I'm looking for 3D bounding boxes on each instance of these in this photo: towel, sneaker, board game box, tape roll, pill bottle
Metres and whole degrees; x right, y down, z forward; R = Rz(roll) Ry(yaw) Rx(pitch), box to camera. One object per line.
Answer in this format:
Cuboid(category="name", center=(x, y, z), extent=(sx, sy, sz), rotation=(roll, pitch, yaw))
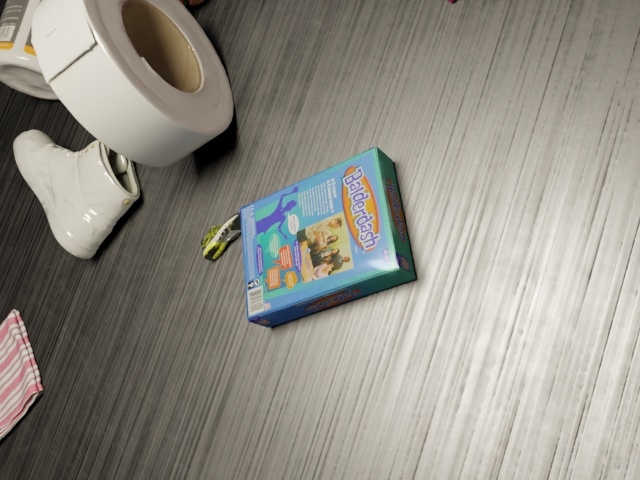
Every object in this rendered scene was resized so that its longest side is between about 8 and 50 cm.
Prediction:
Cuboid(category="towel", center=(-0.542, 0.230, 1.070), extent=(0.144, 0.029, 0.197), rotation=(-47, 53, 11))
Cuboid(category="sneaker", center=(-0.140, -0.012, 0.875), extent=(0.083, 0.031, 0.035), rotation=(-46, 52, 12))
Cuboid(category="board game box", center=(0.000, 0.000, 0.761), extent=(0.210, 0.047, 0.160), rotation=(-21, 61, 28))
Cuboid(category="sneaker", center=(-0.404, -0.126, 1.067), extent=(0.169, 0.108, 0.292), rotation=(-45, 63, 11))
Cuboid(category="tape roll", center=(-0.253, -0.249, 0.884), extent=(0.100, 0.286, 0.286), rotation=(-27, 59, 24))
Cuboid(category="pill bottle", center=(-0.529, -0.432, 1.229), extent=(0.162, 0.162, 0.278), rotation=(1, 72, 35))

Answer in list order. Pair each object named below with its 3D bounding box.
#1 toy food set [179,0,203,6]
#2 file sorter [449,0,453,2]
Cuboid(category="toy food set", center=(-0.245, -0.409, 1.066), extent=(0.218, 0.071, 0.128), rotation=(-45, 15, 25))
Cuboid(category="file sorter", center=(0.112, -0.469, 0.709), extent=(0.182, 0.291, 0.202), rotation=(-40, 54, 13))
